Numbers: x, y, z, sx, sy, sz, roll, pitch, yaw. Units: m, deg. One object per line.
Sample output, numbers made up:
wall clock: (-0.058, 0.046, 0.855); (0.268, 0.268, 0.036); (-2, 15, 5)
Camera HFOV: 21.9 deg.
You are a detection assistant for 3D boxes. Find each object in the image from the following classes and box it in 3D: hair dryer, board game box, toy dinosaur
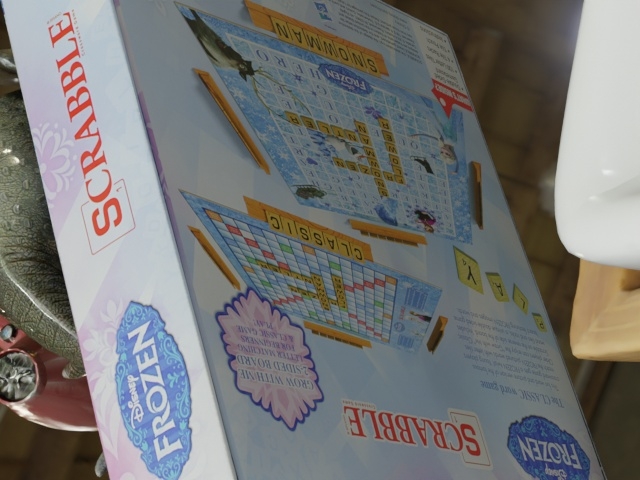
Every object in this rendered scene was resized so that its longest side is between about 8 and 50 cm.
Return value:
hair dryer: (-0.229, 0.070, 1.177); (0.224, 0.293, 0.080); (20, -87, -26)
board game box: (0.000, 0.000, 0.807); (0.319, 0.066, 0.318); (17, -131, -51)
toy dinosaur: (-0.139, -0.007, 0.824); (0.160, 0.121, 0.313); (54, -155, -35)

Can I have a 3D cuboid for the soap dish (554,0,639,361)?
soap dish: (0.196, -0.086, 0.361); (0.118, 0.291, 0.229); (27, -115, -32)
